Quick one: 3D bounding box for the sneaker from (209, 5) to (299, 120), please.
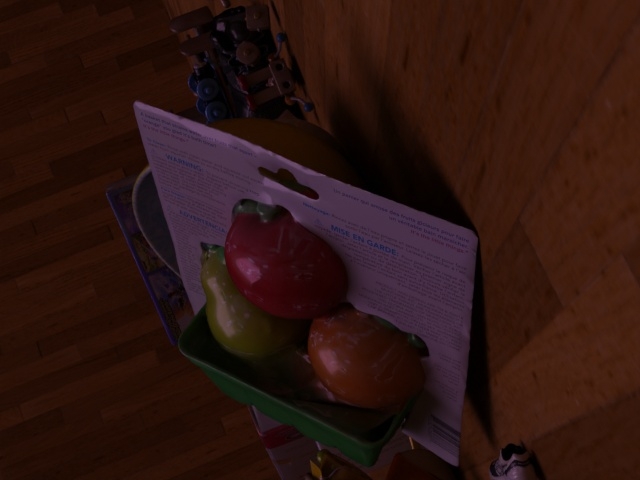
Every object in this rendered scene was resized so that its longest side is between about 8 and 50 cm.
[{"bbox_3d":[-0.096,-0.228,1.369,0.130,0.087,0.227,66,-175,-67],"label":"sneaker"}]

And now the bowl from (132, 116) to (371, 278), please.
[{"bbox_3d":[-0.046,-0.043,1.118,0.289,0.290,0.156,74,-146,-48],"label":"bowl"}]

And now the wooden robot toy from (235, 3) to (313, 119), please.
[{"bbox_3d":[-0.063,-0.209,1.266,0.079,0.076,0.173,-61,-50,-84],"label":"wooden robot toy"}]

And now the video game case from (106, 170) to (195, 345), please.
[{"bbox_3d":[-0.166,-0.006,1.541,0.061,0.244,0.269,-129,19,-69],"label":"video game case"}]

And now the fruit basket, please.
[{"bbox_3d":[-0.004,0.043,0.923,0.327,0.165,0.353,22,140,23],"label":"fruit basket"}]

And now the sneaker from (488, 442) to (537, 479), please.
[{"bbox_3d":[0.166,0.192,0.860,0.083,0.032,0.036,148,113,-79],"label":"sneaker"}]

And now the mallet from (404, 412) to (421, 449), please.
[{"bbox_3d":[0.114,0.254,1.365,0.039,0.062,0.189,141,107,-86],"label":"mallet"}]

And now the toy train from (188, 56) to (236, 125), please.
[{"bbox_3d":[-0.177,-0.263,1.884,0.080,0.105,0.184,43,156,55],"label":"toy train"}]

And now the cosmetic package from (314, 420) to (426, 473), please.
[{"bbox_3d":[0.048,0.235,1.458,0.151,0.151,0.183,149,99,-84],"label":"cosmetic package"}]

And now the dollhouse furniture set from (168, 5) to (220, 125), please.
[{"bbox_3d":[-0.259,-0.325,2.118,0.212,0.161,0.242,77,169,-57],"label":"dollhouse furniture set"}]

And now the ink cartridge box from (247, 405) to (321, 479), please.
[{"bbox_3d":[0.002,0.283,1.690,0.306,0.226,0.131,81,166,-63],"label":"ink cartridge box"}]

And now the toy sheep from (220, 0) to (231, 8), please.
[{"bbox_3d":[-0.165,-0.390,1.438,0.132,0.091,0.091,53,171,10],"label":"toy sheep"}]

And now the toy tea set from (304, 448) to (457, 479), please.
[{"bbox_3d":[0.139,0.315,1.169,0.200,0.124,0.336,32,176,-35],"label":"toy tea set"}]
